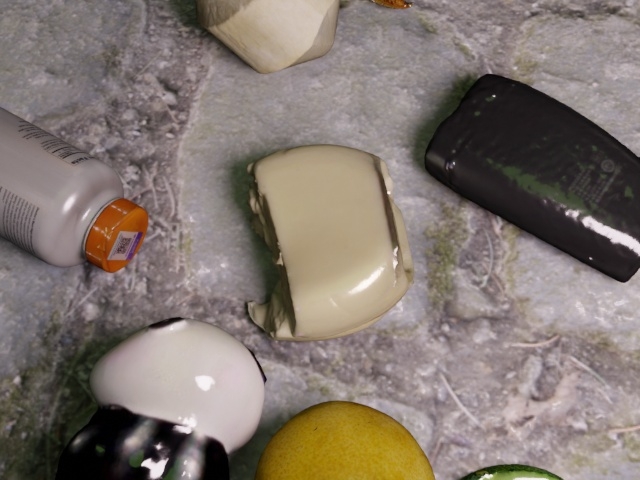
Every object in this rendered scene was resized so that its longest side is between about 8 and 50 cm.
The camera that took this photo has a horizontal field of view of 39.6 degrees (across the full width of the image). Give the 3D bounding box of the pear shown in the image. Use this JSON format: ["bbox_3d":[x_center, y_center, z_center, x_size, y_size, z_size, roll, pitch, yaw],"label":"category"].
[{"bbox_3d":[0.025,0.281,1.014,0.209,0.209,0.209,-1,66,3],"label":"pear"}]

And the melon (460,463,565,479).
[{"bbox_3d":[0.196,0.338,1.050,0.118,0.064,0.209,36,76,12],"label":"melon"}]

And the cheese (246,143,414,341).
[{"bbox_3d":[0.000,0.000,1.175,0.233,0.127,0.266,-13,64,1],"label":"cheese"}]

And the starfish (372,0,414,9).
[{"bbox_3d":[0.059,-0.437,1.407,0.227,0.043,0.240,26,74,15],"label":"starfish"}]

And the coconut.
[{"bbox_3d":[-0.065,-0.349,1.293,0.202,0.222,0.202,-27,46,32],"label":"coconut"}]

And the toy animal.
[{"bbox_3d":[-0.187,0.224,1.056,0.212,0.212,0.267,16,65,11],"label":"toy animal"}]

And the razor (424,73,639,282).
[{"bbox_3d":[0.314,-0.090,1.201,0.327,0.107,0.189,33,74,16],"label":"razor"}]

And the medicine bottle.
[{"bbox_3d":[-0.378,-0.063,1.211,0.288,0.157,0.157,28,71,14],"label":"medicine bottle"}]
